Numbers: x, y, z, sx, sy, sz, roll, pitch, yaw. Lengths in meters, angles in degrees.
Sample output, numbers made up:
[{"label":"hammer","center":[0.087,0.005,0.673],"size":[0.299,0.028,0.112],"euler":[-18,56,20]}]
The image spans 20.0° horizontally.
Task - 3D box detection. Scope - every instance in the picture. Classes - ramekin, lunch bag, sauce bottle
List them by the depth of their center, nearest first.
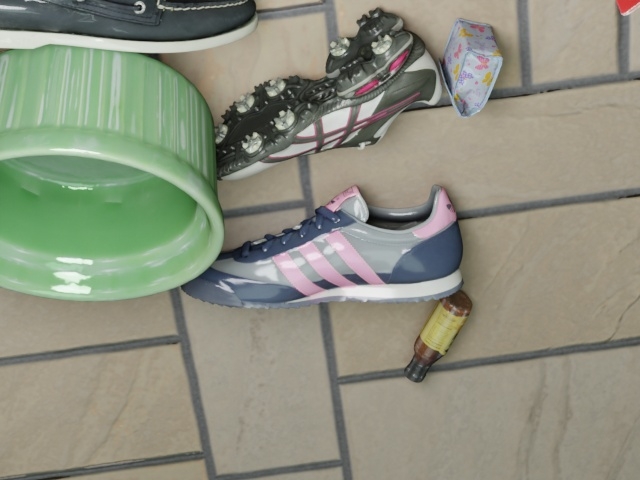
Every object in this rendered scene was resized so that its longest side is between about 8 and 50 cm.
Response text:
[{"label":"ramekin","center":[-0.246,-0.071,1.857],"size":[0.303,0.148,0.303],"euler":[1,150,0]},{"label":"lunch bag","center":[0.153,-0.179,1.914],"size":[0.053,0.071,0.083],"euler":[8,127,-13]},{"label":"sauce bottle","center":[0.137,0.115,2.159],"size":[0.042,0.042,0.128],"euler":[16,127,-17]}]

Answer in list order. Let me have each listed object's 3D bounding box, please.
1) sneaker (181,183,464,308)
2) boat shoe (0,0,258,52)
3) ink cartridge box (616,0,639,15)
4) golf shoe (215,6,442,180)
[{"label":"sneaker","center":[0.000,0.000,2.032],"size":[0.319,0.112,0.131],"euler":[-4,111,-6]},{"label":"boat shoe","center":[-0.216,-0.255,1.774],"size":[0.340,0.127,0.113],"euler":[0,116,-19]},{"label":"ink cartridge box","center":[0.403,-0.293,1.811],"size":[0.231,0.134,0.078],"euler":[-31,125,18]},{"label":"golf shoe","center":[0.002,-0.125,1.925],"size":[0.273,0.105,0.120],"euler":[-30,132,17]}]
